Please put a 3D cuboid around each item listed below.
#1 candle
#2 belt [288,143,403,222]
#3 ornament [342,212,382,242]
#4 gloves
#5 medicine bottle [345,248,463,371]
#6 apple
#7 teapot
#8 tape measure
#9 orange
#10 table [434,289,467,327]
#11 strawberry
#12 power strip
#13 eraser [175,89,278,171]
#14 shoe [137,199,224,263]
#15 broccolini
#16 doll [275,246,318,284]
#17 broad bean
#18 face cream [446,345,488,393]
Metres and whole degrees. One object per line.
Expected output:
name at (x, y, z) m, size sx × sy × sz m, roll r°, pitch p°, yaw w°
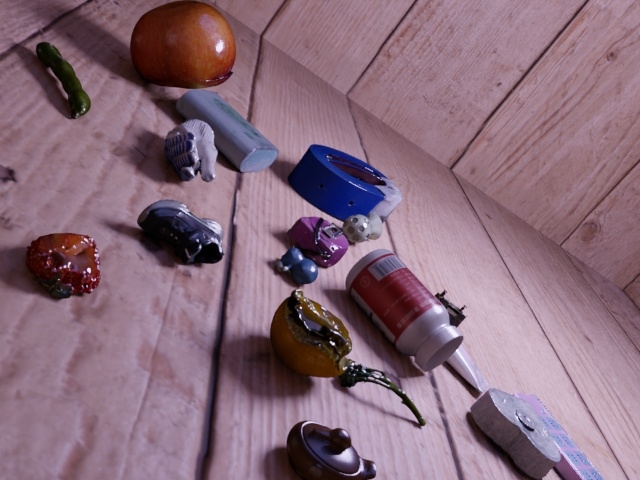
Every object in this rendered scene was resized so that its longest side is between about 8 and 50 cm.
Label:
candle at (0.389, 0.374, 1.450) m, size 0.192 × 0.068 × 0.168 m, roll 46°, pitch 19°, yaw 10°
belt at (0.074, -0.147, 1.976) m, size 0.347 × 0.117 × 0.212 m, roll 14°, pitch 29°, yaw -48°
ornament at (0.102, -0.030, 1.842) m, size 0.081 × 0.074 × 0.156 m, roll -1°, pitch 5°, yaw 24°
gloves at (-0.264, -0.182, 1.503) m, size 0.119 × 0.097 × 0.229 m, roll 27°, pitch 17°, yaw -16°
medicine bottle at (0.168, 0.140, 1.488) m, size 0.250 × 0.131 × 0.131 m, roll 50°, pitch 23°, yaw 27°
apple at (-0.340, -0.481, 1.797) m, size 0.252 × 0.206 × 0.272 m, roll -8°, pitch 22°, yaw -16°
teapot at (0.016, 0.286, 0.979) m, size 0.129 × 0.078 × 0.098 m, roll 34°, pitch 20°, yaw -13°
tape measure at (0.000, 0.000, 1.587) m, size 0.118 × 0.074 × 0.125 m, roll 43°, pitch 22°, yaw 10°
orange at (-0.019, 0.156, 1.162) m, size 0.169 × 0.112 × 0.160 m, roll 56°, pitch 1°, yaw -22°
table at (0.287, 0.171, 1.694) m, size 0.083 × 0.082 × 0.070 m, roll 38°, pitch 20°, yaw -3°
strawberry at (-0.339, 0.024, 0.989) m, size 0.104 × 0.048 × 0.152 m, roll 38°, pitch 23°, yaw -10°
power strip at (0.503, 0.435, 1.553) m, size 0.109 × 0.037 × 0.279 m, roll 17°, pitch 29°, yaw -44°
eraser at (-0.225, -0.268, 1.779) m, size 0.227 × 0.081 × 0.174 m, roll 42°, pitch 21°, yaw 12°
shoe at (-0.223, -0.001, 1.218) m, size 0.169 × 0.071 × 0.099 m, roll 25°, pitch 26°, yaw -41°
broccolini at (0.116, 0.261, 1.249) m, size 0.194 × 0.052 × 0.054 m, roll 34°, pitch 24°, yaw -14°
doll at (-0.044, 0.054, 1.435) m, size 0.083 × 0.050 × 0.076 m, roll 41°, pitch 24°, yaw 2°
broad bean at (-0.511, -0.323, 1.459) m, size 0.053 × 0.052 × 0.256 m, roll -23°, pitch 56°, yaw -20°
face cream at (0.278, 0.231, 1.598) m, size 0.243 × 0.058 × 0.092 m, roll 50°, pitch 17°, yaw 13°
